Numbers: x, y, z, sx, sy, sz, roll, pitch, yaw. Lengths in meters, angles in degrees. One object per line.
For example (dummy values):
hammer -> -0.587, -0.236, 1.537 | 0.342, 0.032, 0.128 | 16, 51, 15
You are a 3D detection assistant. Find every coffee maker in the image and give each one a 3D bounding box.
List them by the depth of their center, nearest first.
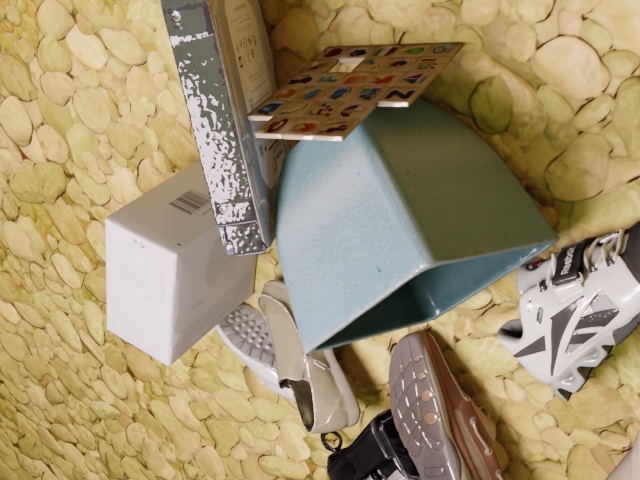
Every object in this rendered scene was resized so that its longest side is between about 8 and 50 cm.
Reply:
coffee maker -> 0.087, 0.346, 1.352 | 0.171, 0.120, 0.178 | 42, 133, 8

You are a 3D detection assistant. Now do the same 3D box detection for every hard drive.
hard drive -> -0.106, -0.176, 1.074 | 0.064, 0.237, 0.338 | -6, 110, 12

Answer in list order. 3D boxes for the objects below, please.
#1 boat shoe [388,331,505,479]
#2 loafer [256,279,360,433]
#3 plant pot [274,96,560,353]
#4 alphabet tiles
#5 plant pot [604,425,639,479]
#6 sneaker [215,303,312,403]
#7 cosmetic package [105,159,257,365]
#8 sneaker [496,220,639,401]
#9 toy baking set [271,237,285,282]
boat shoe -> 0.197, 0.289, 1.244 | 0.123, 0.116, 0.324 | -20, 86, 58
loafer -> -0.032, 0.188, 1.317 | 0.268, 0.092, 0.102 | 60, 148, 5
plant pot -> 0.088, -0.040, 1.034 | 0.248, 0.247, 0.252 | -41, 66, 44
alphabet tiles -> 0.033, -0.179, 0.981 | 0.198, 0.237, 0.009 | 7, 129, 33
plant pot -> 0.455, 0.355, 0.981 | 0.334, 0.334, 0.305 | 37, 143, 12
sneaker -> -0.097, 0.201, 1.425 | 0.235, 0.090, 0.094 | 39, 142, 11
cosmetic package -> -0.212, 0.030, 1.299 | 0.138, 0.224, 0.224 | 25, 129, 21
sneaker -> 0.315, 0.056, 1.001 | 0.146, 0.122, 0.330 | 34, 132, 12
toy baking set -> 0.003, 0.006, 1.261 | 0.256, 0.030, 0.196 | -28, 98, 43
